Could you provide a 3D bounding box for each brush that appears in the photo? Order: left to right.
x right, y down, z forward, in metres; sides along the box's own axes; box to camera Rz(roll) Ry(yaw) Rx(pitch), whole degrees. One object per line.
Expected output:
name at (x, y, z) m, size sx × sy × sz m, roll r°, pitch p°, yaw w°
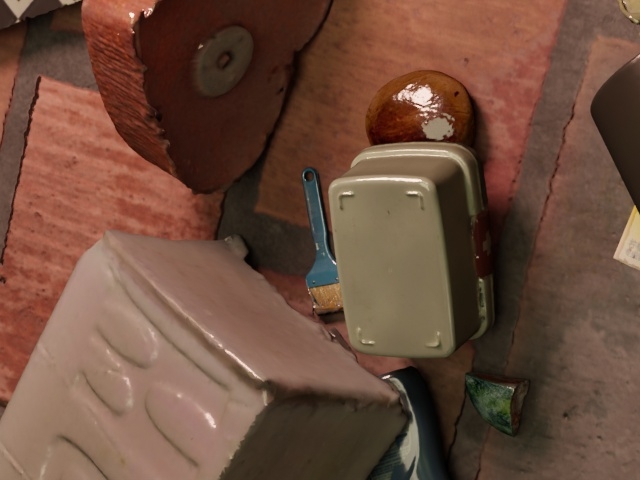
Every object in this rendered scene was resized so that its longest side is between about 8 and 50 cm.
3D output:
brush at (0.000, 0.000, 1.661) m, size 0.051 × 0.014 × 0.164 m, roll -13°, pitch 84°, yaw 26°

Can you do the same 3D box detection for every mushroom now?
mushroom at (0.103, -0.122, 1.585) m, size 0.123 × 0.052 × 0.123 m, roll -1°, pitch 87°, yaw 28°

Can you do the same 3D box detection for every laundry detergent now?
laundry detergent at (0.092, 0.242, 1.592) m, size 0.097 × 0.061 × 0.206 m, roll -21°, pitch 82°, yaw 24°

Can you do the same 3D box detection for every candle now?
candle at (-0.139, -0.214, 1.583) m, size 0.131 × 0.287 × 0.316 m, roll 28°, pitch 106°, yaw 29°

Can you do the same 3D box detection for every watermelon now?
watermelon at (0.186, 0.155, 1.557) m, size 0.061 × 0.085 × 0.085 m, roll -26°, pitch 76°, yaw -16°

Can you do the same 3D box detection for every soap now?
soap at (-0.171, 0.240, 1.612) m, size 0.350 × 0.213 × 0.435 m, roll 41°, pitch 111°, yaw 34°

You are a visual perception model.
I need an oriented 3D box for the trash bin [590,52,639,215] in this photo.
trash bin at (0.376, -0.011, 1.247) m, size 0.214 × 0.214 × 0.333 m, roll -32°, pitch 73°, yaw 24°

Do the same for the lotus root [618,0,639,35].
lotus root at (0.343, -0.247, 1.392) m, size 0.119 × 0.138 × 0.235 m, roll -43°, pitch 38°, yaw 25°

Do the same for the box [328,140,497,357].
box at (0.093, 0.010, 1.525) m, size 0.148 × 0.129 × 0.210 m, roll 0°, pitch 108°, yaw 27°

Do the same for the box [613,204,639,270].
box at (0.426, -0.006, 1.394) m, size 0.265 × 0.097 × 0.168 m, roll 27°, pitch 103°, yaw 24°

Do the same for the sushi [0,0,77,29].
sushi at (-0.381, -0.394, 1.823) m, size 0.292 × 0.059 × 0.294 m, roll -16°, pitch 84°, yaw 27°
